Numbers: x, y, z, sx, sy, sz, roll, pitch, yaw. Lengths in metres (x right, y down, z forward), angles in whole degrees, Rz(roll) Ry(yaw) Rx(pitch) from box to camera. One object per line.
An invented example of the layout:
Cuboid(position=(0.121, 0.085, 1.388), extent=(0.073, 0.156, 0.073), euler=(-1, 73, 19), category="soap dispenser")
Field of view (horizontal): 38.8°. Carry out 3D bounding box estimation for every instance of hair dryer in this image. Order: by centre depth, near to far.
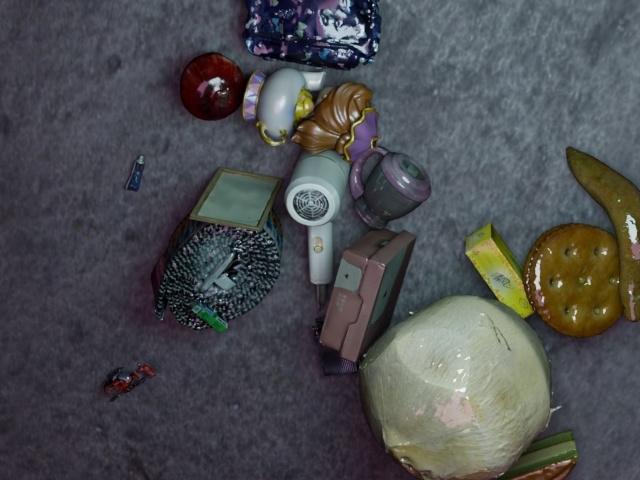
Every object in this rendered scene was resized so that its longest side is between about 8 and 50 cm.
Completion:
Cuboid(position=(0.000, 0.000, 1.787), extent=(0.107, 0.173, 0.357), euler=(3, 122, 10), category="hair dryer")

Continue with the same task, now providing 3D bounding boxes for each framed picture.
Cuboid(position=(-0.157, -0.081, 1.750), extent=(0.136, 0.201, 0.010), euler=(11, 123, 5), category="framed picture")

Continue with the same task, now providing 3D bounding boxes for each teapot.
Cuboid(position=(0.120, -0.098, 1.745), extent=(0.148, 0.116, 0.146), euler=(38, 121, -9), category="teapot")

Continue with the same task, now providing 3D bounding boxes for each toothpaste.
Cuboid(position=(-0.219, 0.150, 1.788), extent=(0.020, 0.017, 0.083), euler=(-39, 116, 18), category="toothpaste")
Cuboid(position=(-0.377, -0.137, 1.865), extent=(0.027, 0.019, 0.083), euler=(15, 115, -14), category="toothpaste")

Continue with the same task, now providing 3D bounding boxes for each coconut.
Cuboid(position=(0.235, 0.289, 1.698), extent=(0.346, 0.360, 0.346), euler=(36, 141, 35), category="coconut")

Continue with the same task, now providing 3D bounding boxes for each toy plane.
Cuboid(position=(-0.432, 0.310, 2.018), extent=(0.145, 0.037, 0.060), euler=(-31, 105, 19), category="toy plane")

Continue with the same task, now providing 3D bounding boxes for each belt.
Cuboid(position=(-0.200, 0.040, 1.824), extent=(0.207, 0.160, 0.295), euler=(29, 118, -19), category="belt")

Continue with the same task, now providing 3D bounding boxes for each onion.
Cuboid(position=(-0.204, -0.292, 1.728), extent=(0.131, 0.131, 0.131), euler=(3, 109, 9), category="onion")

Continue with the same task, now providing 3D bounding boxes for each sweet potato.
Cuboid(position=(0.549, -0.028, 1.651), extent=(0.108, 0.079, 0.346), euler=(-29, 72, 49), category="sweet potato")

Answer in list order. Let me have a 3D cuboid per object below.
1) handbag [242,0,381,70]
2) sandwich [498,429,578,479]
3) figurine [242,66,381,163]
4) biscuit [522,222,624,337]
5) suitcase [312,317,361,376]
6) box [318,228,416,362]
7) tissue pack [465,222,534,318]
Cuboid(position=(-0.016, -0.396, 1.665), extent=(0.260, 0.113, 0.162), euler=(9, 105, 8), category="handbag")
Cuboid(position=(0.466, 0.504, 1.888), extent=(0.187, 0.117, 0.144), euler=(-24, 106, 15), category="sandwich")
Cuboid(position=(-0.008, -0.236, 1.695), extent=(0.263, 0.142, 0.189), euler=(17, 68, 10), category="figurine")
Cuboid(position=(0.485, 0.074, 1.716), extent=(0.220, 0.066, 0.220), euler=(0, 89, -14), category="biscuit")
Cuboid(position=(0.035, 0.221, 1.894), extent=(0.086, 0.059, 0.126), euler=(-9, 107, 14), category="suitcase")
Cuboid(position=(0.093, 0.095, 1.763), extent=(0.086, 0.215, 0.215), euler=(22, 112, 16), category="box")
Cuboid(position=(0.355, 0.061, 1.765), extent=(0.062, 0.095, 0.176), euler=(-32, 100, 19), category="tissue pack")
